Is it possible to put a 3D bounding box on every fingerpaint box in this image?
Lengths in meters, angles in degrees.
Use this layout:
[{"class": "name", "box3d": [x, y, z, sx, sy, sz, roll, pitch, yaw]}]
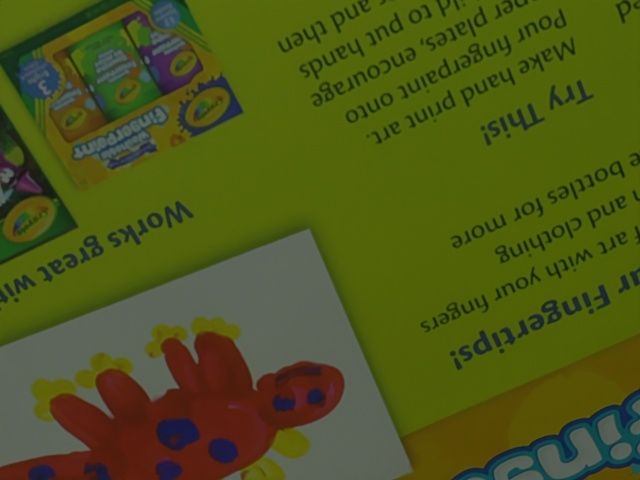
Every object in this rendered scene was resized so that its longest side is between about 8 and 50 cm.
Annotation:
[{"class": "fingerpaint box", "box3d": [0.034, -0.017, 0.434, 0.444, 0.371, 0.163, -25, 24, 8]}]
